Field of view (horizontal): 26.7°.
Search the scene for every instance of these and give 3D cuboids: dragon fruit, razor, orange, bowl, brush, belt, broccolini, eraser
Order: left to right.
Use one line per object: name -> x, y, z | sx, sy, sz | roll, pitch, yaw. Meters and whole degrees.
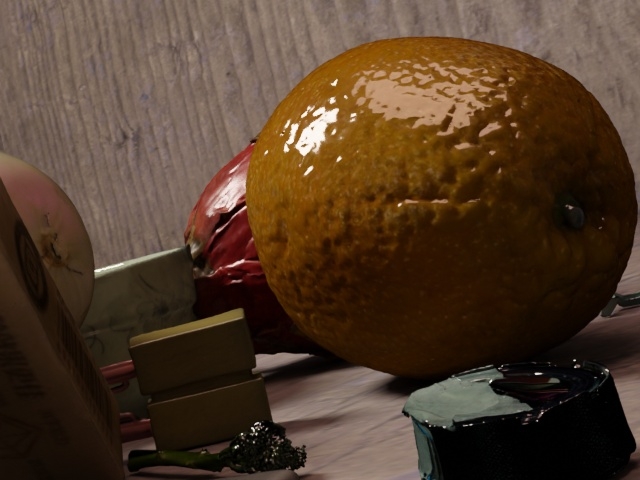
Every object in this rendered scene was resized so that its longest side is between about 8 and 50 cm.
eraser -> -0.246, 0.063, 0.903 | 0.144, 0.078, 0.343 | -13, -43, 1
bowl -> -0.263, 0.116, 1.362 | 0.307, 0.163, 0.307 | -13, 2, 1
brush -> -0.163, 0.135, 1.125 | 0.233, 0.103, 0.047 | -14, 6, -4
broccolini -> -0.081, 0.158, 0.974 | 0.042, 0.044, 0.218 | -32, 7, -33
dragon fruit -> 0.000, 0.000, 1.520 | 0.343, 0.277, 0.277 | 0, -2, -16
orange -> 0.106, -0.028, 1.197 | 0.322, 0.322, 0.357 | -13, 11, -29
belt -> 0.109, 0.108, 0.757 | 0.105, 0.058, 0.140 | -21, 10, -36
razor -> 0.389, 0.044, 1.393 | 0.211, 0.035, 0.084 | -6, 26, 5

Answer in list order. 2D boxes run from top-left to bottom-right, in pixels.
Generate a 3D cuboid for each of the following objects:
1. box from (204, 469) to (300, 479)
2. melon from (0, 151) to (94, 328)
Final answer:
box -> -0.129, 0.163, 0.663 | 0.244, 0.055, 0.103 | -12, 2, 20
melon -> -0.329, 0.031, 1.097 | 0.317, 0.223, 0.223 | -11, 2, 35
